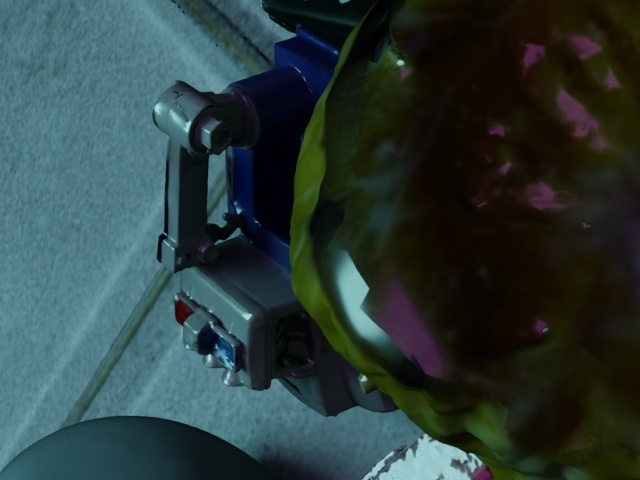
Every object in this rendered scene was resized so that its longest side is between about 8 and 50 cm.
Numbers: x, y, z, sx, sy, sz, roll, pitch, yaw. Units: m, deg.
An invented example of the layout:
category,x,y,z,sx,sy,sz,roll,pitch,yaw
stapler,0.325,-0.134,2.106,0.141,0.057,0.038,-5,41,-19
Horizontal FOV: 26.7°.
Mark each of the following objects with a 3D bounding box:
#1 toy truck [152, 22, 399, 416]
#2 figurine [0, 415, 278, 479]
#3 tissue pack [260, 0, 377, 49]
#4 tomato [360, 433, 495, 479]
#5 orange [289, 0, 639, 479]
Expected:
category,x,y,z,sx,sy,sz,roll,pitch,yaw
toy truck,0.000,0.000,0.750,0.161,0.177,0.213,35,135,43
figurine,-0.089,0.298,0.816,0.205,0.224,0.382,0,102,22
tissue pack,0.060,-0.149,0.813,0.170,0.103,0.090,23,98,45
tomato,0.110,0.191,0.680,0.225,0.085,0.225,-15,65,37
orange,0.167,0.010,0.570,0.368,0.210,0.271,19,60,21
